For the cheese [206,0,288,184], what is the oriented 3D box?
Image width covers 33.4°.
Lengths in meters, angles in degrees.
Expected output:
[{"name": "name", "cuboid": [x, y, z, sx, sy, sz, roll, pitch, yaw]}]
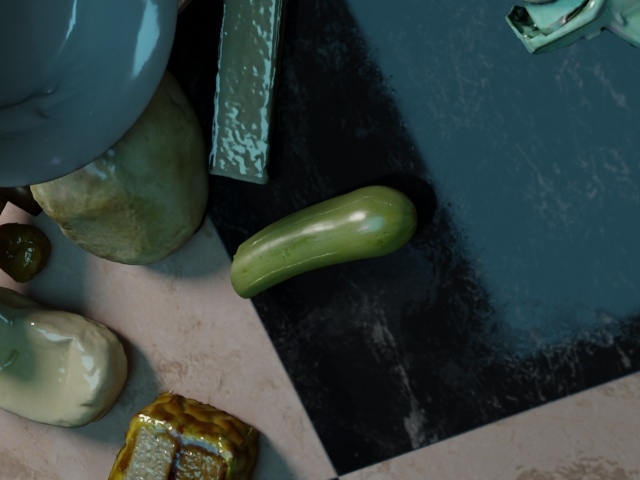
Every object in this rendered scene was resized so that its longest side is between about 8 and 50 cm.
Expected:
[{"name": "cheese", "cuboid": [-0.077, -0.264, 1.243, 0.085, 0.034, 0.400, 10, 107, 14]}]

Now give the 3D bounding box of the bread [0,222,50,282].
[{"name": "bread", "cuboid": [-0.404, 0.014, 1.433, 0.081, 0.046, 0.083, -19, 97, 26]}]

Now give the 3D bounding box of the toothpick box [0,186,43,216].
[{"name": "toothpick box", "cuboid": [-0.471, -0.018, 1.329, 0.192, 0.192, 0.294, 28, 84, 13]}]

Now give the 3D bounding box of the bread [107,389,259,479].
[{"name": "bread", "cuboid": [-0.187, 0.314, 1.398, 0.181, 0.096, 0.222, 24, 110, 12]}]

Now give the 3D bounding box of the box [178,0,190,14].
[{"name": "box", "cuboid": [-0.165, -0.315, 1.268, 0.054, 0.024, 0.083, 48, 115, 6]}]

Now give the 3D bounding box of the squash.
[{"name": "squash", "cuboid": [0.000, 0.000, 1.253, 0.250, 0.083, 0.083, -20, 95, 27]}]

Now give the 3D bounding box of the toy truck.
[{"name": "toy truck", "cuboid": [0.309, -0.278, 1.023, 0.279, 0.155, 0.156, -30, 99, 25]}]

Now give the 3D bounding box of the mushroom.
[{"name": "mushroom", "cuboid": [-0.246, -0.089, 1.281, 0.189, 0.164, 0.267, 14, 108, 19]}]

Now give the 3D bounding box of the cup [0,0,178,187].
[{"name": "cup", "cuboid": [-0.333, -0.244, 1.094, 0.163, 0.347, 0.347, 28, 114, 40]}]

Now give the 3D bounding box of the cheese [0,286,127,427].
[{"name": "cheese", "cuboid": [-0.385, 0.155, 1.437, 0.263, 0.093, 0.159, 19, 112, 15]}]
